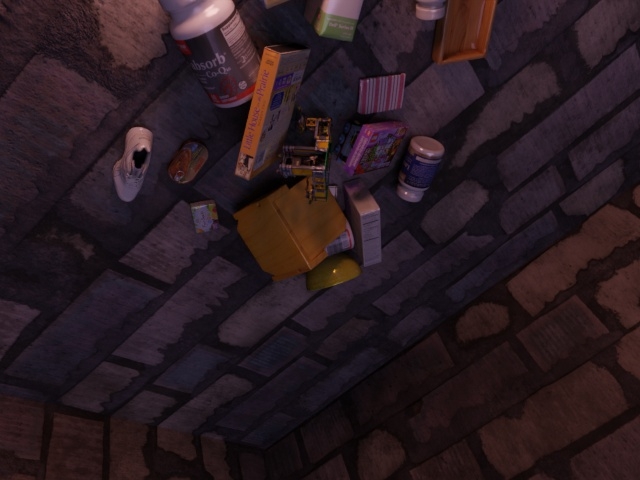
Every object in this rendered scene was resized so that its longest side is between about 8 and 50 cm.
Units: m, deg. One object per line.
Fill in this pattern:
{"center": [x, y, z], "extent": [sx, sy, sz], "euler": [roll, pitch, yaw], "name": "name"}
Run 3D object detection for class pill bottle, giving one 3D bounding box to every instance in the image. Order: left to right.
{"center": [-0.325, -0.610, 1.406], "extent": [0.210, 0.210, 0.363], "euler": [-27, 135, 2], "name": "pill bottle"}
{"center": [0.000, 0.000, 2.139], "extent": [0.283, 0.161, 0.161], "euler": [-17, 135, -7], "name": "pill bottle"}
{"center": [0.434, -0.312, 2.044], "extent": [0.153, 0.153, 0.265], "euler": [-2, 131, -21], "name": "pill bottle"}
{"center": [0.373, -0.865, 1.534], "extent": [0.121, 0.121, 0.221], "euler": [-16, 135, -9], "name": "pill bottle"}

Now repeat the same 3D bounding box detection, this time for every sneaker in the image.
{"center": [-0.671, -0.254, 1.642], "extent": [0.110, 0.129, 0.297], "euler": [6, 129, -30], "name": "sneaker"}

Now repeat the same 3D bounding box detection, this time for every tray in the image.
{"center": [0.525, -0.856, 1.644], "extent": [0.202, 0.076, 0.411], "euler": [-13, 133, -11], "name": "tray"}

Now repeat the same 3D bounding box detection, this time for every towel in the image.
{"center": [0.239, -0.577, 1.811], "extent": [0.196, 0.029, 0.144], "euler": [-13, 134, -15], "name": "towel"}

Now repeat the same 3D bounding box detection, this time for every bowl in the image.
{"center": [0.046, 0.126, 2.256], "extent": [0.289, 0.289, 0.156], "euler": [-19, 93, -6], "name": "bowl"}

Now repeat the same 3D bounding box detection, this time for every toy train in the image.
{"center": [0.122, -0.391, 1.872], "extent": [0.080, 0.105, 0.184], "euler": [7, 127, -28], "name": "toy train"}

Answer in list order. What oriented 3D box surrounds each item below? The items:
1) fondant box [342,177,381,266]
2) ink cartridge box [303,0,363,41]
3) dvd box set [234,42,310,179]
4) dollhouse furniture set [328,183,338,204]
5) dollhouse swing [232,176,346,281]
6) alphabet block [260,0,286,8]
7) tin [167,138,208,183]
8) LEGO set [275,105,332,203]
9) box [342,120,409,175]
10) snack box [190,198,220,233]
{"center": [0.190, -0.080, 2.093], "extent": [0.096, 0.238, 0.331], "euler": [-15, 134, -8], "name": "fondant box"}
{"center": [0.065, -0.816, 1.384], "extent": [0.119, 0.207, 0.354], "euler": [0, 130, -22], "name": "ink cartridge box"}
{"center": [-0.160, -0.441, 1.564], "extent": [0.062, 0.308, 0.421], "euler": [24, 120, 6], "name": "dvd box set"}
{"center": [0.038, -0.186, 2.083], "extent": [0.076, 0.059, 0.152], "euler": [-4, 113, -10], "name": "dollhouse furniture set"}
{"center": [-0.119, -0.072, 1.991], "extent": [0.315, 0.305, 0.347], "euler": [-21, 107, 37], "name": "dollhouse swing"}
{"center": [-0.114, -0.817, 1.322], "extent": [0.197, 0.192, 0.194], "euler": [-23, 137, -3], "name": "alphabet block"}
{"center": [-0.500, -0.298, 1.741], "extent": [0.106, 0.040, 0.190], "euler": [28, 116, -35], "name": "tin"}
{"center": [-0.062, -0.314, 1.742], "extent": [0.191, 0.332, 0.255], "euler": [4, 162, 5], "name": "LEGO set"}
{"center": [0.228, -0.377, 1.868], "extent": [0.293, 0.057, 0.201], "euler": [-23, 146, -49], "name": "box"}
{"center": [-0.481, -0.100, 1.928], "extent": [0.100, 0.037, 0.141], "euler": [-11, 134, -12], "name": "snack box"}
